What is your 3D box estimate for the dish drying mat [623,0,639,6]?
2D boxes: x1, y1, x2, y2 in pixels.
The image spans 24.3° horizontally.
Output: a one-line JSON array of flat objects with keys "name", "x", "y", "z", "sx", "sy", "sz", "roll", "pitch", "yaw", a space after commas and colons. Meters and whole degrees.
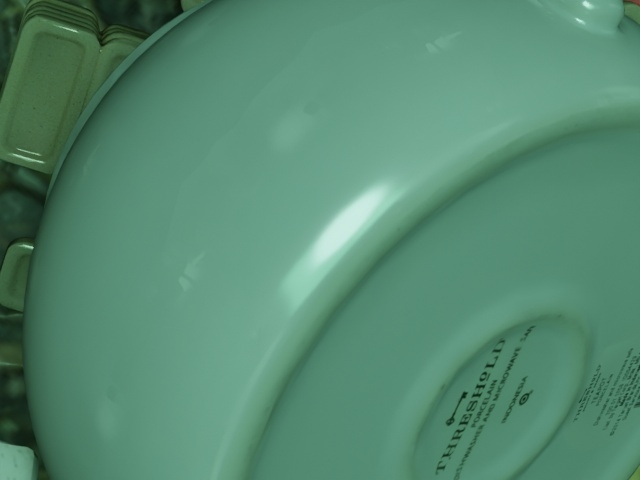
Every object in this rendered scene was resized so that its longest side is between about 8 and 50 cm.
[{"name": "dish drying mat", "x": 0.159, "y": -0.109, "z": 0.645, "sx": 0.083, "sy": 0.008, "sz": 0.032, "roll": 16, "pitch": 88, "yaw": -10}]

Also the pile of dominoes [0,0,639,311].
[{"name": "pile of dominoes", "x": 0.001, "y": -0.039, "z": 0.593, "sx": 0.251, "sy": 0.040, "sz": 0.196, "roll": 16, "pitch": 110, "yaw": -14}]

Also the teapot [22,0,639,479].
[{"name": "teapot", "x": 0.000, "y": 0.000, "z": 0.494, "sx": 0.256, "sy": 0.187, "sz": 0.252, "roll": -40, "pitch": 141, "yaw": -10}]

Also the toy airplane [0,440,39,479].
[{"name": "toy airplane", "x": -0.270, "y": 0.048, "z": 0.429, "sx": 0.384, "sy": 0.272, "sz": 0.386, "roll": -36, "pitch": 80, "yaw": -30}]
